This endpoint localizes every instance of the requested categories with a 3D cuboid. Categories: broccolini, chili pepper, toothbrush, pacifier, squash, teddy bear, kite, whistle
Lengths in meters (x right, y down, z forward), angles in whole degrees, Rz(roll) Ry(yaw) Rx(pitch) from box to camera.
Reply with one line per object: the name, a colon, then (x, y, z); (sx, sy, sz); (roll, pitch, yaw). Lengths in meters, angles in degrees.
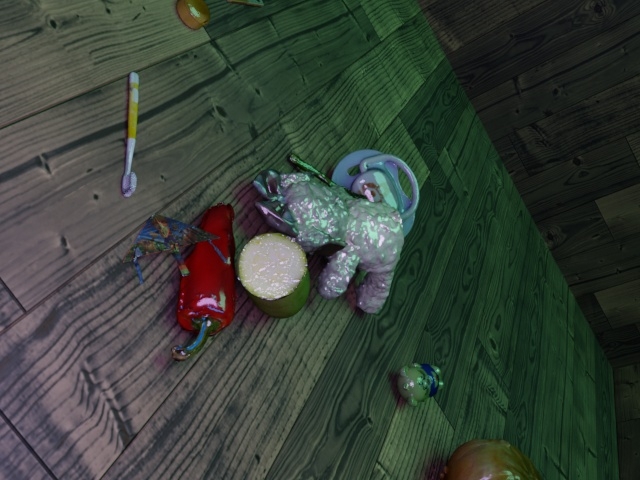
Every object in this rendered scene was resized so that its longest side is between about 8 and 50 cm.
broccolini: (0.024, -0.138, 1.731); (0.255, 0.071, 0.057); (29, 35, -12)
chili pepper: (-0.202, 0.061, 1.238); (0.110, 0.110, 0.387); (40, 35, -37)
toothbrush: (-0.352, -0.207, 1.259); (0.021, 0.024, 0.288); (27, 47, -45)
pacifier: (0.152, -0.117, 1.888); (0.207, 0.228, 0.278); (146, -79, -80)
squash: (-0.087, 0.083, 1.329); (0.247, 0.133, 0.132); (88, -10, -71)
teddy bear: (0.000, 0.000, 1.599); (0.363, 0.375, 0.327); (2, 58, -11)
kite: (-0.266, 0.007, 1.192); (0.183, 0.010, 0.160); (-15, 51, -30)
whistle: (0.269, 0.373, 1.774); (0.227, 0.085, 0.105); (5, 69, -57)

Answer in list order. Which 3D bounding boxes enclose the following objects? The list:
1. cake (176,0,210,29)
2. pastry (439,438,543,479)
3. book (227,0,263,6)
cake: (-0.294, -0.535, 1.568); (0.084, 0.044, 0.084); (37, 39, -38)
pastry: (0.444, 0.686, 1.646); (0.409, 0.245, 0.409); (49, 19, -23)
book: (-0.224, -0.694, 1.824); (0.172, 0.012, 0.118); (-28, 92, -60)
